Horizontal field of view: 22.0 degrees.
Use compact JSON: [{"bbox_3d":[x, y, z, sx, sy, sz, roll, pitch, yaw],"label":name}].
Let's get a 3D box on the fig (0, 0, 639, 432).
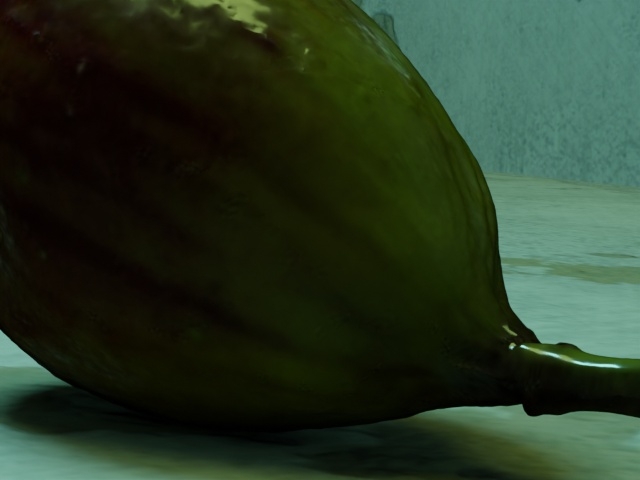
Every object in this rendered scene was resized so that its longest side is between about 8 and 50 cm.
[{"bbox_3d":[0.001,-0.001,0.532,0.274,0.170,0.145,25,32,27],"label":"fig"}]
